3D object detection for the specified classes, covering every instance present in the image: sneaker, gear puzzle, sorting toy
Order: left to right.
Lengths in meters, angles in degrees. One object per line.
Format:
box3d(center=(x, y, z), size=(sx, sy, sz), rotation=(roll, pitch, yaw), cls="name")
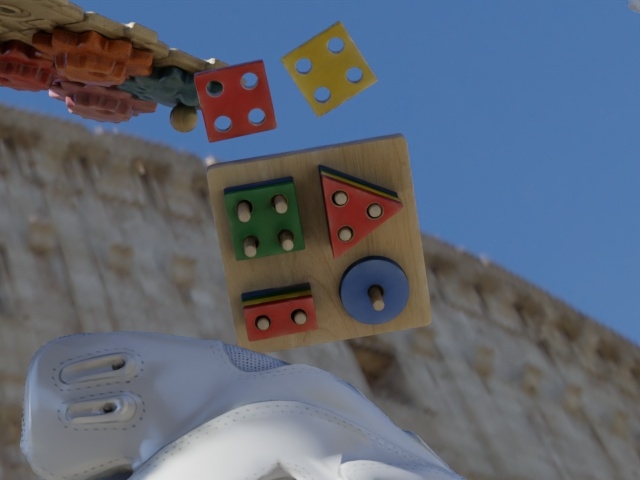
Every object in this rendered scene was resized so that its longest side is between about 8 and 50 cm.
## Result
box3d(center=(-0.216, -0.135, 1.292), size=(0.339, 0.175, 0.044), rotation=(20, -105, -46), cls="gear puzzle")
box3d(center=(-0.082, 0.156, 0.602), size=(0.366, 0.210, 0.137), rotation=(-21, -46, -27), cls="sneaker")
box3d(center=(0.000, 0.000, 1.219), size=(0.132, 0.046, 0.274), rotation=(-9, -72, -1), cls="sorting toy")

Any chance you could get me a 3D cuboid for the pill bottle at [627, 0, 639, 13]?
box3d(center=(0.210, -0.189, 0.829), size=(0.118, 0.117, 0.208), rotation=(14, -81, -30), cls="pill bottle")
